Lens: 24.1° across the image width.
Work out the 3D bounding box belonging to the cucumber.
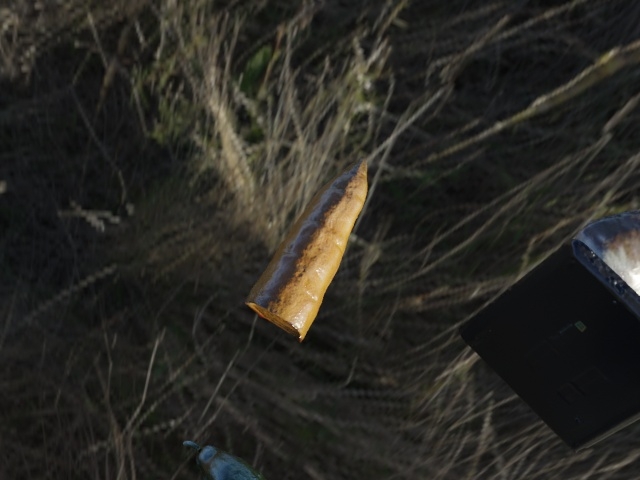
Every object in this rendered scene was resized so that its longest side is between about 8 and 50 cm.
[{"bbox_3d":[-0.064,0.291,1.634,0.056,0.056,0.250,-40,54,-19],"label":"cucumber"}]

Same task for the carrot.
[{"bbox_3d":[0.000,0.000,1.516,0.072,0.072,0.205,30,71,2],"label":"carrot"}]

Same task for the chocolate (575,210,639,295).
[{"bbox_3d":[0.303,0.087,1.533,0.157,0.254,0.080,-3,44,-25],"label":"chocolate"}]

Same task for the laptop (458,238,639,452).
[{"bbox_3d":[0.182,0.082,1.084,0.135,0.197,0.016,44,60,3],"label":"laptop"}]
